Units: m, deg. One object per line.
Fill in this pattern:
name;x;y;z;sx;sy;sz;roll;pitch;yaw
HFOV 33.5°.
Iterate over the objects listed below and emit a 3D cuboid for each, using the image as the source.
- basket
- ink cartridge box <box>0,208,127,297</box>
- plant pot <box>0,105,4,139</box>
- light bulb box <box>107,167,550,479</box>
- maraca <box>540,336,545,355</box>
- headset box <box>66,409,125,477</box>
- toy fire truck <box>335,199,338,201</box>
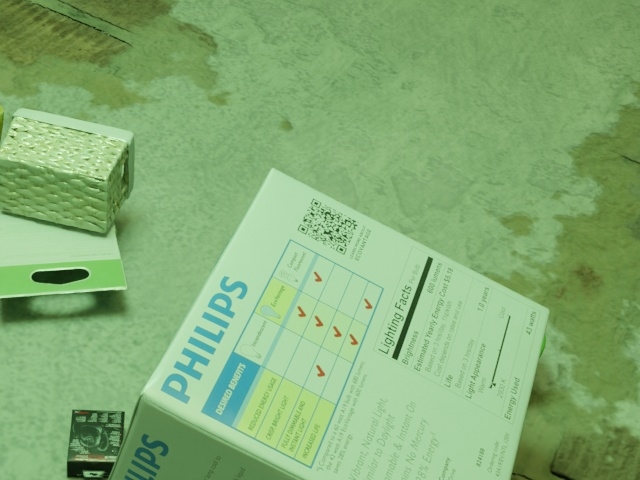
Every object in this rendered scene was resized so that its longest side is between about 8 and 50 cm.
basket;-0.345;-0.092;1.434;0.167;0.113;0.103;12;43;1
ink cartridge box;-0.362;0.006;1.443;0.171;0.056;0.235;-4;45;-18
plant pot;-0.559;-0.117;1.423;0.212;0.187;0.212;-21;45;-33
light bulb box;0.015;0.172;1.150;0.361;0.225;0.358;27;46;-1
maraca;0.207;0.136;1.415;0.186;0.099;0.127;2;38;27
headset box;-0.258;0.237;1.223;0.062;0.032;0.083;3;42;-10
toy fire truck;0.000;0.000;1.550;0.192;0.047;0.135;-6;45;-20
